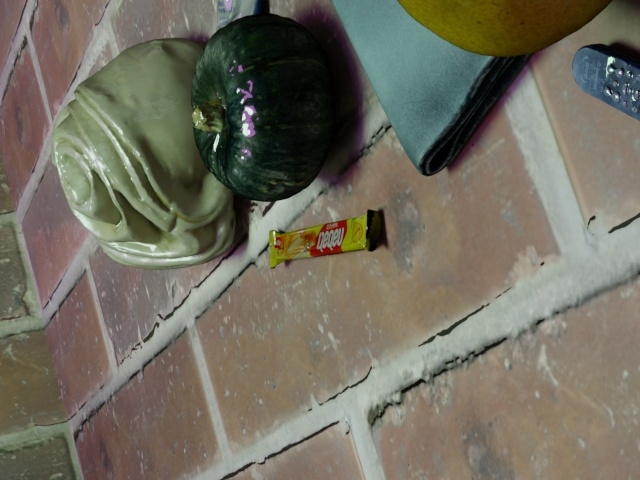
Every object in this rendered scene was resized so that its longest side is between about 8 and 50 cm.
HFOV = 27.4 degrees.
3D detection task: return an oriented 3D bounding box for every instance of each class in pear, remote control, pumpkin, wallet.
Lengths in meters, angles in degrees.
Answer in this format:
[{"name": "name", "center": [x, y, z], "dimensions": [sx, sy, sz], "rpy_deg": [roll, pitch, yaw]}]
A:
[{"name": "pear", "center": [0.128, -0.237, 0.933], "dimensions": [0.209, 0.208, 0.209], "rpy_deg": [37, 133, 56]}, {"name": "remote control", "center": [0.239, -0.108, 0.954], "dimensions": [0.152, 0.027, 0.044], "rpy_deg": [42, 131, 50]}, {"name": "pumpkin", "center": [-0.068, -0.143, 1.446], "dimensions": [0.211, 0.152, 0.212], "rpy_deg": [-178, 90, -75]}, {"name": "wallet", "center": [0.100, -0.229, 1.170], "dimensions": [0.251, 0.054, 0.290], "rpy_deg": [67, 151, 22]}]

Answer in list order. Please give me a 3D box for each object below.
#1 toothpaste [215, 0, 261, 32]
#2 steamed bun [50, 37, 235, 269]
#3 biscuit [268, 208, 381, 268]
[{"name": "toothpaste", "center": [-0.099, -0.312, 1.576], "dimensions": [0.096, 0.061, 0.266], "rpy_deg": [-163, 72, -64]}, {"name": "steamed bun", "center": [-0.259, -0.109, 1.792], "dimensions": [0.324, 0.219, 0.310], "rpy_deg": [-5, 95, 66]}, {"name": "biscuit", "center": [0.000, 0.000, 1.515], "dimensions": [0.292, 0.026, 0.048], "rpy_deg": [169, 110, -65]}]
